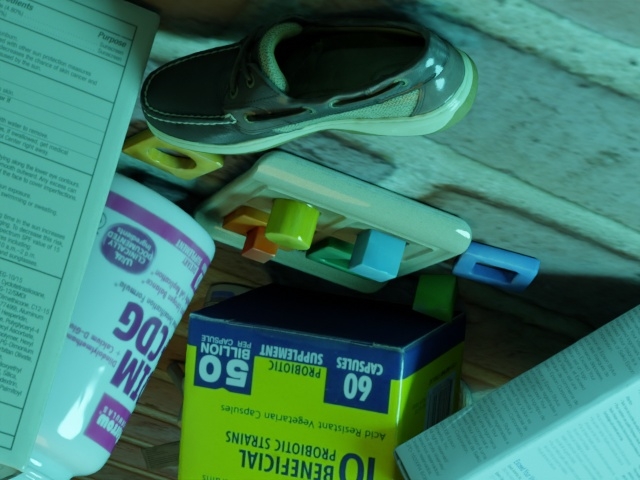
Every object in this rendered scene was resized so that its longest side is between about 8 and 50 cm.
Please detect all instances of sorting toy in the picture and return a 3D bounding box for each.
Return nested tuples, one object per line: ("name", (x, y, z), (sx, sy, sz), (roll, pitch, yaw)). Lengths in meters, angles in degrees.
("sorting toy", (0.000, 0.000, 1.384), (0.348, 0.047, 0.196), (20, 161, -15))

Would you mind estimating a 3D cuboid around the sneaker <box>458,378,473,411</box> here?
("sneaker", (0.068, 0.166, 1.734), (0.121, 0.108, 0.302), (6, 151, 26))

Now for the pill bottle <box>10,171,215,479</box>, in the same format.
("pill bottle", (-0.215, 0.090, 1.399), (0.160, 0.283, 0.160), (25, 167, 6))

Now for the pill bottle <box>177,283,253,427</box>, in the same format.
("pill bottle", (-0.087, 0.117, 1.645), (0.078, 0.137, 0.078), (14, 161, 5))

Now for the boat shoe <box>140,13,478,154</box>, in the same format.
("boat shoe", (-0.017, -0.104, 1.064), (0.224, 0.080, 0.073), (0, 151, 25))

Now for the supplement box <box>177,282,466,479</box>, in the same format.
("supplement box", (-0.004, 0.235, 1.513), (0.194, 0.356, 0.195), (8, -170, 19))

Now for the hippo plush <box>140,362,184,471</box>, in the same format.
("hippo plush", (-0.027, 0.269, 1.886), (0.236, 0.234, 0.294), (27, 157, -31))

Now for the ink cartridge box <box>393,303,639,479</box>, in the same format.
("ink cartridge box", (0.258, 0.165, 1.472), (0.330, 0.071, 0.324), (-31, 149, 5))

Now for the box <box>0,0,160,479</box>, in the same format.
("box", (-0.219, -0.016, 1.093), (0.148, 0.311, 0.121), (21, 160, -17))
